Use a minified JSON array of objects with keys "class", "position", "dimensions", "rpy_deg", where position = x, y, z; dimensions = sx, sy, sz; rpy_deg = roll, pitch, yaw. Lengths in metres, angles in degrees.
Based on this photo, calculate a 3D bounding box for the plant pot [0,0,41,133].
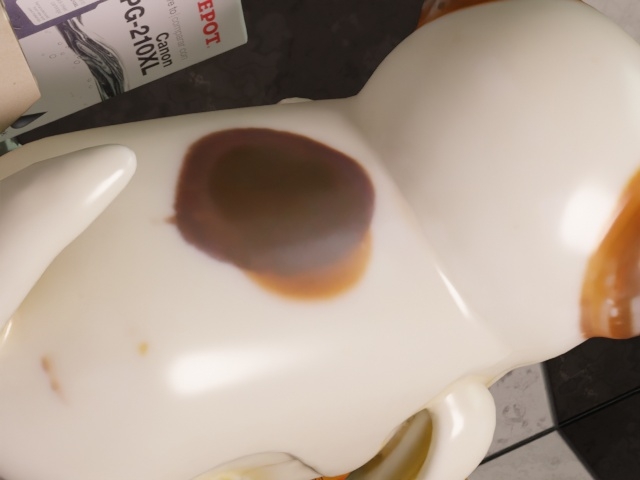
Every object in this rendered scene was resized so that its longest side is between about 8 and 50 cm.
[{"class":"plant pot","position":[-0.203,-0.100,0.698],"dimensions":[0.109,0.096,0.109],"rpy_deg":[82,-18,-62]}]

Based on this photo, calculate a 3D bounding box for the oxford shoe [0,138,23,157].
[{"class":"oxford shoe","position":[-0.286,-0.014,1.312],"dimensions":[0.076,0.076,0.212],"rpy_deg":[18,-38,38]}]

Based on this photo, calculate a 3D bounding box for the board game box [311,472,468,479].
[{"class":"board game box","position":[0.056,0.484,1.589],"dimensions":[0.356,0.356,0.356],"rpy_deg":[74,-11,-45]}]

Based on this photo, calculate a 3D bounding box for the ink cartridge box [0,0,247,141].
[{"class":"ink cartridge box","position":[-0.174,-0.161,0.850],"dimensions":[0.172,0.237,0.100],"rpy_deg":[83,-18,-64]}]

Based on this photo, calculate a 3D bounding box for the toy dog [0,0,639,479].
[{"class":"toy dog","position":[0.000,0.000,0.766],"dimensions":[0.395,0.408,0.284],"rpy_deg":[78,-14,-53]}]
